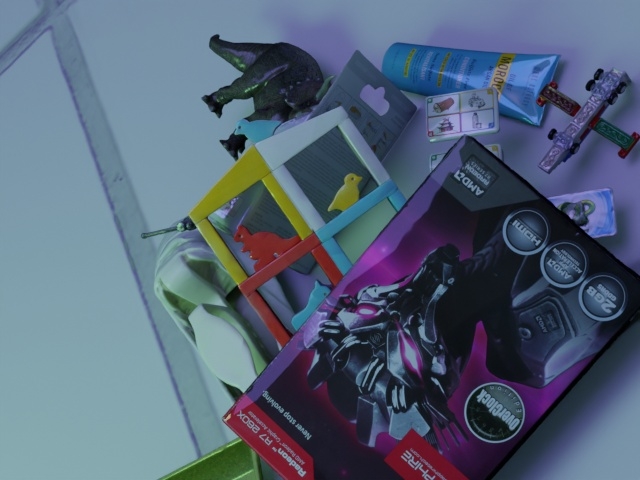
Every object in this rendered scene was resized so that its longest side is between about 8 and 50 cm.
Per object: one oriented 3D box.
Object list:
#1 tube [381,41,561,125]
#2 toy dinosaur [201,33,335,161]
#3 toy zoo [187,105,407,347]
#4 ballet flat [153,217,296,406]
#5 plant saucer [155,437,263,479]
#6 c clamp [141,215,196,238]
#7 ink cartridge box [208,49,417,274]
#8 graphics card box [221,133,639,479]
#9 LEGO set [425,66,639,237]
[{"bbox_3d":[0.164,-0.179,1.564,0.207,0.052,0.080,14,89,37],"label":"tube"},{"bbox_3d":[-0.048,-0.166,1.699,0.160,0.121,0.313,-36,35,8],"label":"toy dinosaur"},{"bbox_3d":[0.000,0.000,1.449,0.192,0.030,0.293,-36,93,-1],"label":"toy zoo"},{"bbox_3d":[-0.109,0.078,1.593,0.139,0.139,0.400,-48,47,9],"label":"ballet flat"},{"bbox_3d":[-0.118,0.330,1.530,0.188,0.045,0.188,-30,52,25],"label":"plant saucer"},{"bbox_3d":[-0.108,-0.035,1.644,0.137,0.160,0.022,-6,101,33],"label":"c clamp"},{"bbox_3d":[-0.008,-0.087,1.554,0.066,0.189,0.232,29,89,28],"label":"ink cartridge box"},{"bbox_3d":[0.110,0.112,1.357,0.233,0.094,0.371,43,97,12],"label":"graphics card box"},{"bbox_3d":[0.231,-0.075,1.430,0.244,0.060,0.183,-9,70,19],"label":"LEGO set"}]
